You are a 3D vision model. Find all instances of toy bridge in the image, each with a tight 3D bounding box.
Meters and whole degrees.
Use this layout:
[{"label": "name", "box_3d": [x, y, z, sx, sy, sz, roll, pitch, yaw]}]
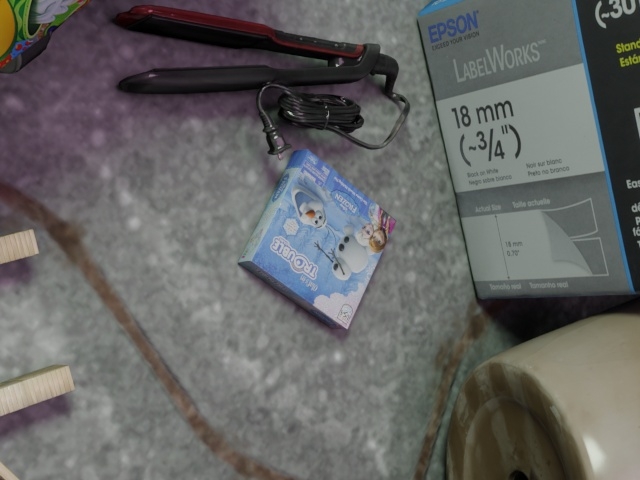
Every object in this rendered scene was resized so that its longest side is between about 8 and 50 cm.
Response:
[{"label": "toy bridge", "box_3d": [-0.171, 0.085, 0.629, 0.063, 0.026, 0.188, -18, 97, -34]}]

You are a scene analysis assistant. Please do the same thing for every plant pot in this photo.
[{"label": "plant pot", "box_3d": [0.253, 0.165, 0.782, 0.281, 0.323, 0.323, -3, 88, -21]}]

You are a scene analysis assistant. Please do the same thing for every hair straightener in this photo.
[{"label": "hair straightener", "box_3d": [-0.028, -0.095, 0.743, 0.231, 0.047, 0.089, 2, 85, -40]}]

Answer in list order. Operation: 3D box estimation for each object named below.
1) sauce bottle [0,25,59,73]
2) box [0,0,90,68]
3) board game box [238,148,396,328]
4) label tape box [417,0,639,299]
[{"label": "sauce bottle", "box_3d": [-0.088, -0.232, 0.662, 0.111, 0.111, 0.344, 50, 59, -22]}, {"label": "box", "box_3d": [-0.150, -0.263, 0.455, 0.279, 0.177, 0.290, -41, 152, -12]}, {"label": "board game box", "box_3d": [0.000, 0.000, 0.763, 0.090, 0.020, 0.090, 36, 68, -28]}, {"label": "label tape box", "box_3d": [0.186, -0.132, 0.774, 0.106, 0.241, 0.333, -15, 94, -34]}]
